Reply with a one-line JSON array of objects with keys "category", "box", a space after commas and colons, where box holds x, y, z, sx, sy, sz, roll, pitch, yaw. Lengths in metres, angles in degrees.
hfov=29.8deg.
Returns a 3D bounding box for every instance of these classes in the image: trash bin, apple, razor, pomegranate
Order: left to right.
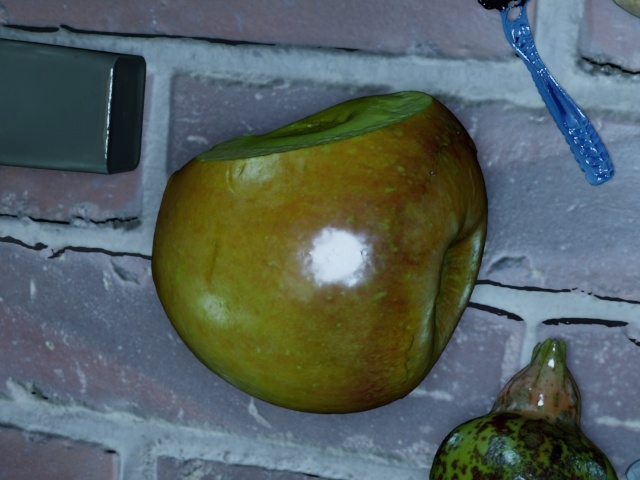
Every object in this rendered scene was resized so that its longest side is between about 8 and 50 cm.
[{"category": "trash bin", "box": [-0.356, -0.175, 1.539, 0.241, 0.122, 0.164, 6, 99, 14]}, {"category": "apple", "box": [0.000, 0.000, 1.361, 0.374, 0.374, 0.383, 18, 73, 14]}, {"category": "pomegranate", "box": [0.231, 0.259, 1.391, 0.204, 0.222, 0.276, -28, 56, 26]}, {"category": "razor", "box": [0.268, -0.179, 1.389, 0.082, 0.042, 0.253, -29, 90, -22]}]

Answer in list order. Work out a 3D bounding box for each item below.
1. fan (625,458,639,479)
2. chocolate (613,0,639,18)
[{"category": "fan", "box": [0.435, 0.388, 1.427, 0.057, 0.023, 0.282, -21, 90, 17]}, {"category": "chocolate", "box": [0.445, -0.265, 1.277, 0.309, 0.134, 0.134, 26, 104, 15]}]
